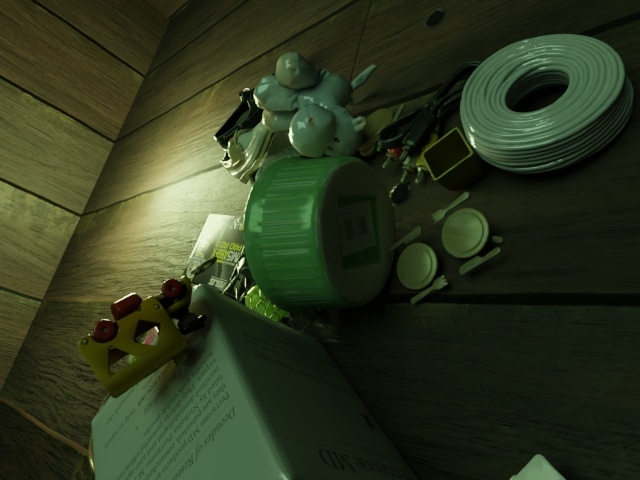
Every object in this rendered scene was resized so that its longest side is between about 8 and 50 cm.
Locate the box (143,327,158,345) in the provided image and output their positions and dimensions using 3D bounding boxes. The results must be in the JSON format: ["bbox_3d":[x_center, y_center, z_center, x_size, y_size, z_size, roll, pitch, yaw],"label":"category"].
[{"bbox_3d":[-0.325,0.333,1.116,0.300,0.142,0.154,28,94,53],"label":"box"}]

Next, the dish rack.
[{"bbox_3d":[-0.151,0.180,0.989,0.272,0.208,0.074,-50,13,12],"label":"dish rack"}]

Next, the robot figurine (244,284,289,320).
[{"bbox_3d":[-0.120,0.141,1.060,0.101,0.115,0.067,-24,50,36],"label":"robot figurine"}]

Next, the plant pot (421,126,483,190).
[{"bbox_3d":[0.252,-0.140,0.870,0.081,0.083,0.081,-37,43,26],"label":"plant pot"}]

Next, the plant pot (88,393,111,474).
[{"bbox_3d":[-0.497,0.494,1.239,0.237,0.109,0.238,-27,48,34],"label":"plant pot"}]

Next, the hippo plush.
[{"bbox_3d":[-0.003,-0.277,1.132,0.234,0.294,0.237,-51,49,47],"label":"hippo plush"}]

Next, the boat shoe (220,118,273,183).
[{"bbox_3d":[-0.213,-0.259,1.344,0.302,0.103,0.113,-39,25,58],"label":"boat shoe"}]

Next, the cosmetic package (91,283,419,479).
[{"bbox_3d":[-0.114,0.348,0.747,0.327,0.329,0.394,-51,40,6],"label":"cosmetic package"}]

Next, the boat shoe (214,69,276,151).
[{"bbox_3d":[-0.237,-0.447,1.574,0.340,0.113,0.127,-50,39,10],"label":"boat shoe"}]

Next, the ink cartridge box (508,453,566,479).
[{"bbox_3d":[0.247,0.368,0.557,0.198,0.067,0.115,-53,39,9],"label":"ink cartridge box"}]

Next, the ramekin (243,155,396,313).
[{"bbox_3d":[0.016,-0.014,0.880,0.148,0.303,0.304,-3,63,38],"label":"ramekin"}]

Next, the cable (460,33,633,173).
[{"bbox_3d":[0.365,-0.233,0.785,0.257,0.089,0.257,-20,50,24],"label":"cable"}]

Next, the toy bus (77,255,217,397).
[{"bbox_3d":[-0.231,0.134,0.670,0.202,0.191,0.104,-37,85,21],"label":"toy bus"}]

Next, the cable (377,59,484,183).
[{"bbox_3d":[0.232,-0.257,0.994,0.139,0.072,0.287,34,84,36],"label":"cable"}]

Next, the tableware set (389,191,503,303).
[{"bbox_3d":[0.220,0.019,0.840,0.194,0.039,0.128,-39,54,31],"label":"tableware set"}]

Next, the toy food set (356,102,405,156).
[{"bbox_3d":[0.129,-0.256,1.126,0.133,0.038,0.192,-60,28,-10],"label":"toy food set"}]

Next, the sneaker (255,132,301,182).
[{"bbox_3d":[-0.108,-0.222,1.316,0.235,0.090,0.095,-56,-6,-19],"label":"sneaker"}]

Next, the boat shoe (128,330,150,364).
[{"bbox_3d":[-0.450,0.304,1.331,0.285,0.104,0.089,-49,43,28],"label":"boat shoe"}]

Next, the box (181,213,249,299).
[{"bbox_3d":[-0.273,0.037,1.338,0.270,0.060,0.217,8,71,49],"label":"box"}]
